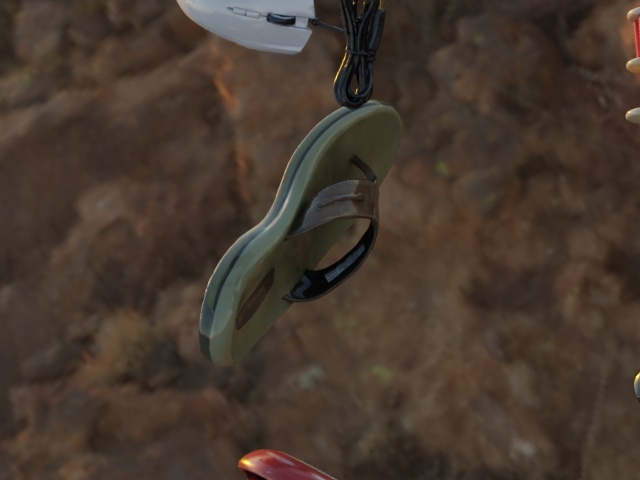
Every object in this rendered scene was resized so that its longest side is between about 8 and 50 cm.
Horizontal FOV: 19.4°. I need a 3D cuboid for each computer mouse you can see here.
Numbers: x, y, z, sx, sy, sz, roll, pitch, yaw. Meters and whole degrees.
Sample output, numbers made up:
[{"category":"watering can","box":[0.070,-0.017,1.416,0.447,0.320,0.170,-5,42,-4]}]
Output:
[{"category":"computer mouse","box":[-0.042,-0.180,1.499,0.193,0.106,0.042,19,28,19]}]

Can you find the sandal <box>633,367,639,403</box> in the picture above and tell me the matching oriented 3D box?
[{"category":"sandal","box":[0.391,0.206,1.844,0.054,0.254,0.097,-34,34,34]}]

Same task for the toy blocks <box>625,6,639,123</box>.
[{"category":"toy blocks","box":[0.334,-0.182,1.826,0.054,0.123,0.148,-2,80,25]}]

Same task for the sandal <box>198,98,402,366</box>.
[{"category":"sandal","box":[0.000,0.002,1.609,0.086,0.120,0.303,16,52,24]}]

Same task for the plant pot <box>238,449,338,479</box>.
[{"category":"plant pot","box":[-0.029,0.273,1.512,0.191,0.191,0.174,17,74,48]}]
